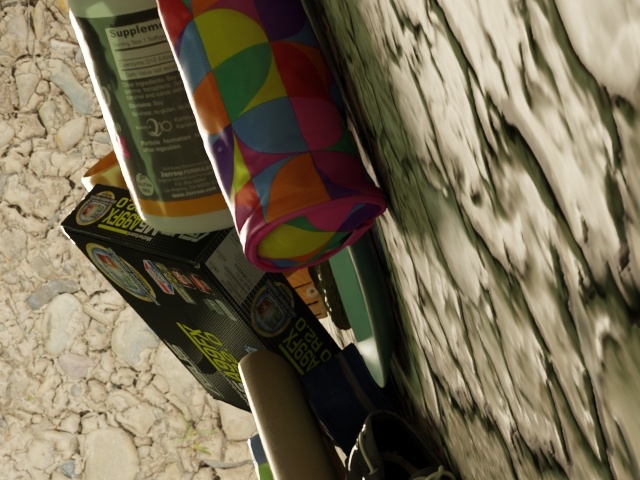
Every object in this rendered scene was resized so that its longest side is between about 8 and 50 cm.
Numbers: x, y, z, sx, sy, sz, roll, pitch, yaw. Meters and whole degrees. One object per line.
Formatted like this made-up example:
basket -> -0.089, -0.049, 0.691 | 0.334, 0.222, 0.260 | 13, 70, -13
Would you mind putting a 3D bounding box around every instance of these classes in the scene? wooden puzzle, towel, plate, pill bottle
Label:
wooden puzzle -> 0.035, 0.290, 1.213 | 0.348, 0.080, 0.322 | 59, -179, -25
towel -> 0.000, 0.000, 1.364 | 0.110, 0.027, 0.148 | -116, 11, -57
plate -> 0.026, 0.018, 1.140 | 0.188, 0.024, 0.188 | 162, 90, -85
pill bottle -> -0.110, -0.159, 1.225 | 0.162, 0.162, 0.278 | -119, 12, -67

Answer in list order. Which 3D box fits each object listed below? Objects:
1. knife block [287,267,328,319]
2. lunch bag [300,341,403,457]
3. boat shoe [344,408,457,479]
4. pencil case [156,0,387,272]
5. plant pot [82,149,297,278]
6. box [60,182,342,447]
knife block -> -0.078, -0.022, 1.838 | 0.242, 0.088, 0.276 | 116, 136, -85
lunch bag -> 0.030, 0.132, 1.277 | 0.067, 0.065, 0.098 | 57, -179, -25
boat shoe -> 0.062, 0.178, 1.024 | 0.206, 0.075, 0.065 | -129, 43, -68
pencil case -> -0.033, -0.098, 0.980 | 0.104, 0.104, 0.236 | 83, 170, -67
plant pot -> -0.101, -0.041, 1.511 | 0.188, 0.205, 0.205 | 57, 179, -11
box -> -0.089, 0.070, 1.393 | 0.216, 0.060, 0.270 | 13, 148, 47
